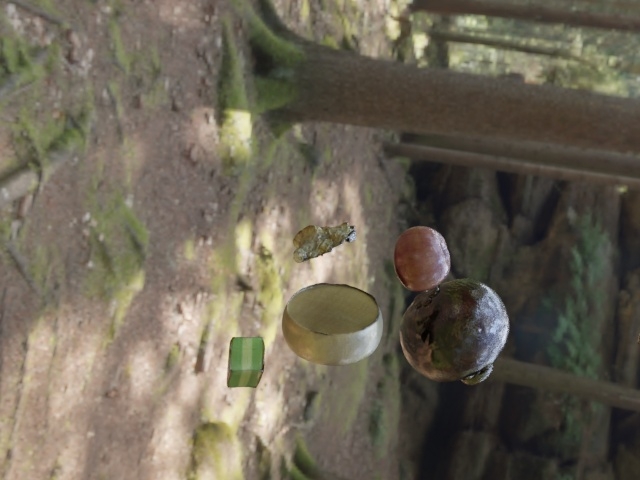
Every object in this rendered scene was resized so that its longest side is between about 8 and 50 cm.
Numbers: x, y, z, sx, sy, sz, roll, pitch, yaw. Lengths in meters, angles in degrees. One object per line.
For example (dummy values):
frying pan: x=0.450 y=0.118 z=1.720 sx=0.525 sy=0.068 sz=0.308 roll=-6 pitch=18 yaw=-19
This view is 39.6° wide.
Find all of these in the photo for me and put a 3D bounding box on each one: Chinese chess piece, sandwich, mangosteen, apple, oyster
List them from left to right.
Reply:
sandwich: x=-0.158 y=0.256 z=1.855 sx=0.116 sy=0.074 sz=0.074 roll=111 pitch=-21 yaw=-62
oyster: x=0.000 y=0.000 z=2.197 sx=0.191 sy=0.163 sz=0.081 roll=-49 pitch=120 yaw=-50
Chinese chess piece: x=0.029 y=0.203 z=2.182 sx=0.250 sy=0.249 sz=0.103 roll=-56 pitch=153 yaw=-59
apple: x=0.237 y=0.041 z=2.064 sx=0.153 sy=0.120 sz=0.153 roll=-11 pitch=90 yaw=-69
mangosteen: x=0.362 y=0.252 z=2.365 sx=0.293 sy=0.297 sz=0.297 roll=67 pitch=16 yaw=1

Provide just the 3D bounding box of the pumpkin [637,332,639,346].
pumpkin: x=0.790 y=0.197 z=1.840 sx=0.312 sy=0.148 sz=0.169 roll=-61 pitch=-143 yaw=39
